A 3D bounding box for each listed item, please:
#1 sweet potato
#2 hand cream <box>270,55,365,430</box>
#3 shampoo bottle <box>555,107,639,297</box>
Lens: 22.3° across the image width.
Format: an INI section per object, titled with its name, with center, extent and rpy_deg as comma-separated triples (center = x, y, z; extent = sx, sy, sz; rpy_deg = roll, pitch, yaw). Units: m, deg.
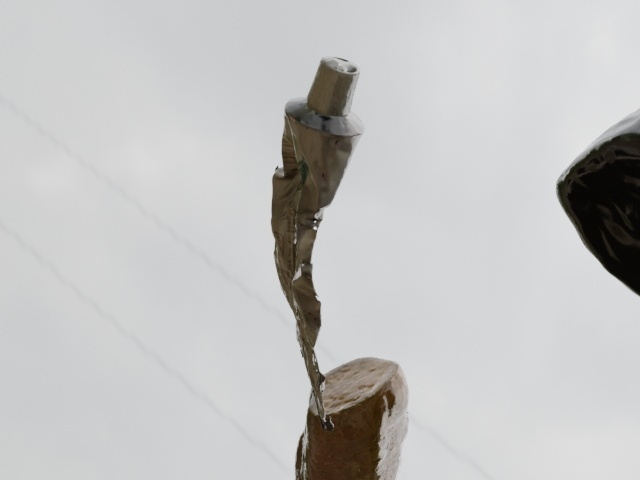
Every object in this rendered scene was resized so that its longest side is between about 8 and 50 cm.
[sweet potato]
center = 0.022, 0.193, 1.386
extent = 0.097, 0.097, 0.251
rpy_deg = 32, -41, 22
[hand cream]
center = -0.004, 0.000, 1.036
extent = 0.084, 0.050, 0.257
rpy_deg = -114, -156, -50
[shampoo bottle]
center = 0.239, -0.106, 0.697
extent = 0.078, 0.359, 0.134
rpy_deg = 50, -24, -1
